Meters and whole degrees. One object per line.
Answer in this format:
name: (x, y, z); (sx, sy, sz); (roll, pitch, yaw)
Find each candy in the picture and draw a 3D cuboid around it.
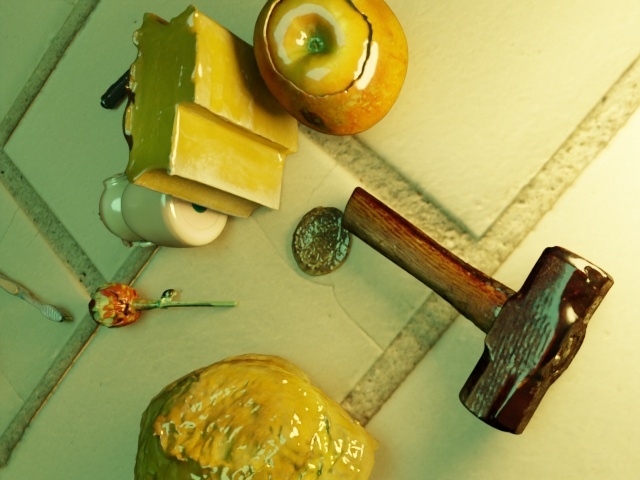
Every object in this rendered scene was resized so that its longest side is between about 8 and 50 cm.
candy: (-0.272, 0.109, 1.373); (0.287, 0.084, 0.078); (-3, 76, 23)

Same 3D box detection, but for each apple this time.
apple: (0.010, -0.274, 1.185); (0.236, 0.207, 0.237); (-4, 82, 30)

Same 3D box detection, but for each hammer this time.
hammer: (0.169, 0.049, 1.103); (0.408, 0.095, 0.243); (37, 101, 33)

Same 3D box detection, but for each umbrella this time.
umbrella: (-0.371, -0.299, 1.524); (0.133, 0.031, 0.036); (-38, 38, 20)

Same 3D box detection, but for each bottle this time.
bottle: (-0.284, -0.059, 1.368); (0.236, 0.147, 0.148); (-2, 80, 39)

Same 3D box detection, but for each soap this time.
soap: (-0.161, -0.183, 1.229); (0.142, 0.281, 0.260); (1, 83, 29)

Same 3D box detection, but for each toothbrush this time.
toothbrush: (-0.620, 0.091, 1.603); (0.375, 0.037, 0.028); (21, 92, 33)

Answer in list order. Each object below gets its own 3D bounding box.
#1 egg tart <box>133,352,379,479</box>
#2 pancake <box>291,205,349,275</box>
egg tart: (-0.125, 0.297, 1.134); (0.339, 0.153, 0.351); (-38, 51, -9)
pancake: (-0.001, 0.000, 1.257); (0.114, 0.011, 0.115); (-6, 78, 30)
